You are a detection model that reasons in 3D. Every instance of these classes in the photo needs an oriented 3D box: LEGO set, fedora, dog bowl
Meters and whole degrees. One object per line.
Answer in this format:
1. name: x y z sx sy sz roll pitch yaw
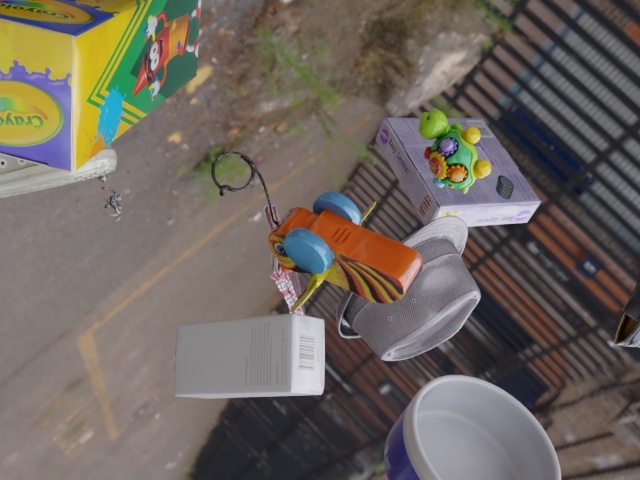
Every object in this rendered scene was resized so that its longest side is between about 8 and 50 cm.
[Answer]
1. LEGO set: -0.339 -0.072 1.483 0.023 0.083 0.054 -10 -142 11
2. fedora: 0.160 0.099 1.461 0.275 0.124 0.244 -37 153 3
3. dog bowl: 0.237 0.348 1.421 0.265 0.265 0.104 -37 162 -50

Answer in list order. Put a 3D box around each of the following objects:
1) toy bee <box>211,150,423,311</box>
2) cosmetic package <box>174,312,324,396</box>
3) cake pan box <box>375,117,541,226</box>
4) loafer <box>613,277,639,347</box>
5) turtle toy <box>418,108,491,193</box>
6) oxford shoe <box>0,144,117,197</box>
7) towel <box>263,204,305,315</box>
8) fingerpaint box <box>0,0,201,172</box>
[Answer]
1. toy bee: 0.000 0.000 1.245 0.195 0.298 0.162 -31 154 -20
2. cosmetic package: -0.110 0.178 1.366 0.231 0.117 0.085 -7 165 35
3. cake pan box: 0.264 -0.142 1.772 0.245 0.267 0.070 -4 140 -30
4. loafer: 0.608 0.135 1.726 0.061 0.062 0.170 -6 117 -18
5. turtle toy: 0.183 -0.128 1.292 0.066 0.130 0.095 -18 179 -24
6. oxford shoe: -0.532 -0.122 1.386 0.449 0.130 0.169 -12 -175 9
7. towel: -0.060 0.049 1.522 0.029 0.144 0.197 -13 146 3
8. fingerpaint box: -0.417 -0.268 1.104 0.371 0.444 0.163 -60 162 -60
